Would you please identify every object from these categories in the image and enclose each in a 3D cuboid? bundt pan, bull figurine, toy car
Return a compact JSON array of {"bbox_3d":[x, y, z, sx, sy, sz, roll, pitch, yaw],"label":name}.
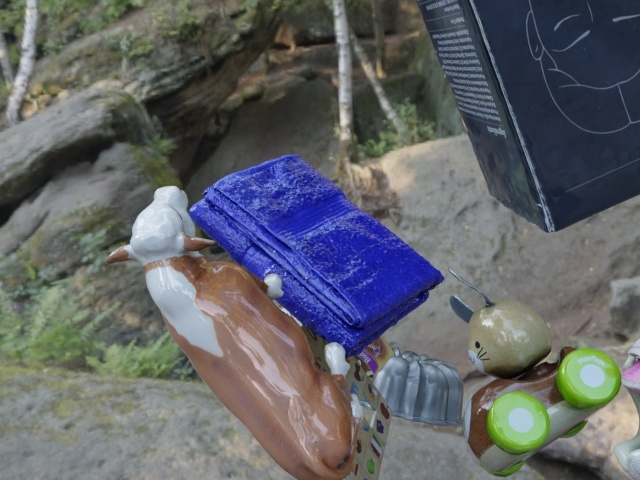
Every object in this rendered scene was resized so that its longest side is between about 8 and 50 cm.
[{"bbox_3d":[0.189,0.323,1.557,0.331,0.124,0.331,14,-2,1],"label":"bundt pan"},{"bbox_3d":[-0.069,0.090,0.638,0.101,0.310,0.188,-37,-8,12],"label":"bull figurine"},{"bbox_3d":[0.178,0.117,0.663,0.149,0.155,0.188,-29,62,-7],"label":"toy car"}]

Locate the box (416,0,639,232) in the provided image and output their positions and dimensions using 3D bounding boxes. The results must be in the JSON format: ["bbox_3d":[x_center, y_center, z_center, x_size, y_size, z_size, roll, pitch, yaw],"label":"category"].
[{"bbox_3d":[0.428,-0.340,0.970,0.480,0.471,0.297,-24,14,3],"label":"box"}]

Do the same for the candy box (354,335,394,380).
[{"bbox_3d":[0.042,0.200,1.118,0.053,0.109,0.187,-30,4,39],"label":"candy box"}]

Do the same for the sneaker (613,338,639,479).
[{"bbox_3d":[0.312,0.101,0.539,0.111,0.252,0.103,14,-7,7],"label":"sneaker"}]

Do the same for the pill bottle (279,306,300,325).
[{"bbox_3d":[-0.053,0.203,1.620,0.216,0.121,0.121,-43,8,26],"label":"pill bottle"}]

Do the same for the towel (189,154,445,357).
[{"bbox_3d":[0.000,0.000,0.918,0.308,0.076,0.228,41,47,20],"label":"towel"}]

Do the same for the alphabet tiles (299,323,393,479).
[{"bbox_3d":[0.028,0.229,0.962,0.009,0.237,0.198,-27,17,26],"label":"alphabet tiles"}]
